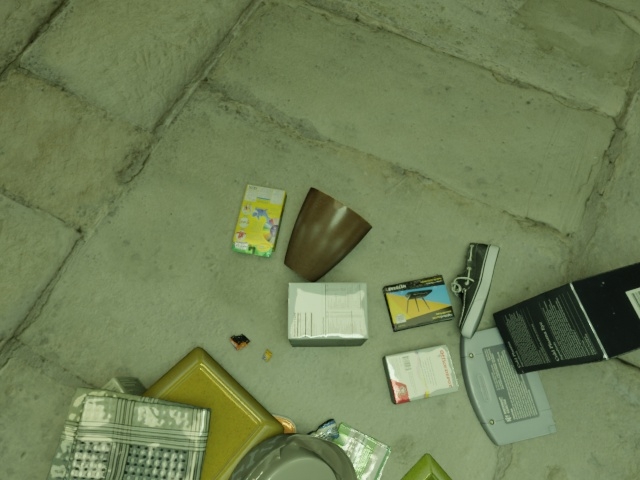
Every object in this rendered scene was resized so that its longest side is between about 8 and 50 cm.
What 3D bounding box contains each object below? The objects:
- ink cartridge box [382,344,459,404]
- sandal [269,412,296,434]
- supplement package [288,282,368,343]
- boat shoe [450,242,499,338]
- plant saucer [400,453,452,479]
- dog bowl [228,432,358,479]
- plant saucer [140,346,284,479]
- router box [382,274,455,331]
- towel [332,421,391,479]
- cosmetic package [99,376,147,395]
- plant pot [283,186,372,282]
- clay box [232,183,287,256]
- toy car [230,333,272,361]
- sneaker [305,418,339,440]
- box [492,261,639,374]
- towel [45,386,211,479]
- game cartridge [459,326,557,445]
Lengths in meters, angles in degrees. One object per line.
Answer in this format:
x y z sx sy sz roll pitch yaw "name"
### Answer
0.272 0.367 1.199 0.175 0.072 0.127 -10 71 -3 "ink cartridge box"
-0.197 0.492 1.154 0.265 0.076 0.102 3 71 1 "sandal"
0.019 0.207 1.190 0.203 0.194 0.149 0 70 -1 "supplement package"
0.430 0.132 1.254 0.105 0.113 0.306 14 64 24 "boat shoe"
0.278 0.683 1.105 0.188 0.045 0.188 -40 75 -13 "plant saucer"
-0.075 0.620 1.014 0.348 0.102 0.349 1 88 -34 "dog bowl"
-0.297 0.456 1.045 0.332 0.081 0.333 40 50 9 "plant saucer"
0.285 0.183 1.276 0.178 0.046 0.133 -11 72 -4 "router box"
0.100 0.569 1.156 0.152 0.023 0.113 25 72 9 "towel"
-0.461 0.504 1.113 0.129 0.153 0.296 -43 75 -13 "cosmetic package"
0.000 0.000 1.274 0.215 0.215 0.230 32 89 10 "plant pot"
-0.189 -0.057 1.356 0.127 0.053 0.222 10 73 3 "clay box"
-0.202 0.311 1.230 0.122 0.060 0.041 30 105 17 "toy car"
-0.010 0.531 1.151 0.135 0.052 0.058 -31 77 -2 "sneaker"
0.688 0.192 1.103 0.343 0.312 0.179 -12 70 -17 "box"
-0.413 0.489 0.916 0.324 0.056 0.312 7 76 4 "towel"
0.501 0.391 1.202 0.198 0.062 0.297 -12 71 0 "game cartridge"
